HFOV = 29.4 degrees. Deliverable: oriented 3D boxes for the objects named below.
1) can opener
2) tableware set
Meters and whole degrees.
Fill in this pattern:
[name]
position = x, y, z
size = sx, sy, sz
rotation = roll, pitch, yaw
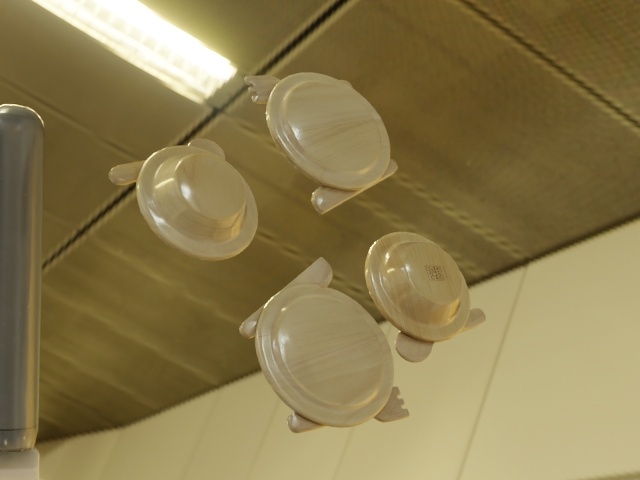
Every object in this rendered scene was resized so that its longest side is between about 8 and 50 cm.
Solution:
[can opener]
position = -0.172, 0.075, 0.581
size = 0.074, 0.280, 0.093
rotation = 1, 6, -19
[tableware set]
position = 0.000, 0.000, 0.529
size = 0.168, 0.141, 0.020
rotation = 56, -43, 11
